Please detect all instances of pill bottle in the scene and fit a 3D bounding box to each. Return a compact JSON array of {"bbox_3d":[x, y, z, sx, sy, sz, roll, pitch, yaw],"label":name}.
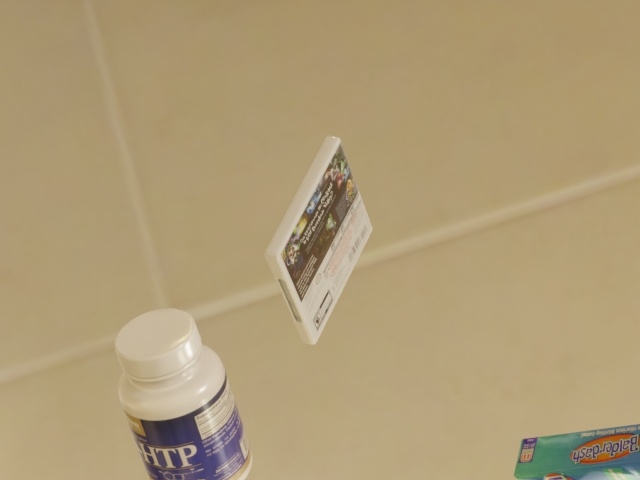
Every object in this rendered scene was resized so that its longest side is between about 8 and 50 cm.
[{"bbox_3d":[-0.144,0.167,1.849,0.112,0.112,0.187,-108,-178,-58],"label":"pill bottle"}]

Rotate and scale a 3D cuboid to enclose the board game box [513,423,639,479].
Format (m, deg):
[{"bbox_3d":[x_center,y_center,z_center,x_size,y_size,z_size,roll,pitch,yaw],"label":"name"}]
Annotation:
[{"bbox_3d":[0.317,0.239,1.751,0.160,0.210,0.047,45,48,-34],"label":"board game box"}]

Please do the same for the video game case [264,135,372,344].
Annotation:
[{"bbox_3d":[0.000,0.000,2.193,0.190,0.022,0.173,-62,149,-32],"label":"video game case"}]
